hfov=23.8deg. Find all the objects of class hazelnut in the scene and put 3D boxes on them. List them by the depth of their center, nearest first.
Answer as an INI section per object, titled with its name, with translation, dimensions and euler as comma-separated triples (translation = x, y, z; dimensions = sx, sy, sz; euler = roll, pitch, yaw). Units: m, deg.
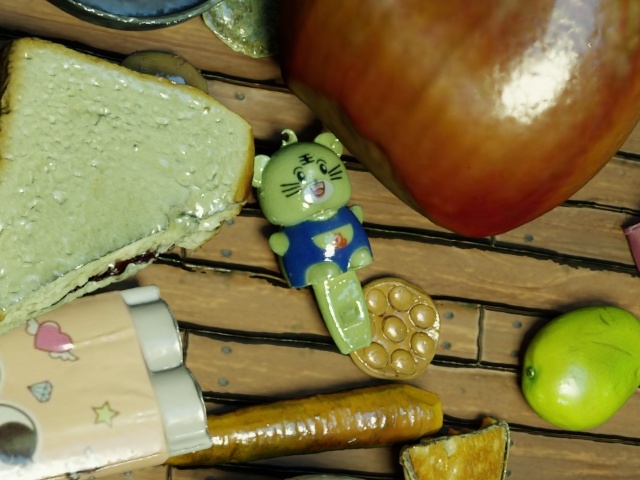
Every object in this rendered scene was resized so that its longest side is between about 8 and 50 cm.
[hazelnut]
translation = 0.141, -0.197, 1.419
dimensions = 0.366, 0.366, 0.365
euler = 2, 84, -24

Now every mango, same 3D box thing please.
[mango]
translation = 0.277, 0.128, 1.595
dimensions = 0.163, 0.089, 0.117
euler = -41, 95, -34

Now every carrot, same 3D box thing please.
[carrot]
translation = -0.030, 0.179, 1.462
dimensions = 0.314, 0.066, 0.066
euler = -3, 87, -22

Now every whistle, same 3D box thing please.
[whistle]
translation = 0.000, 0.000, 1.475
dimensions = 0.105, 0.085, 0.227
euler = -19, 94, -20

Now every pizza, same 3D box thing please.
[pizza]
translation = 0.119, 0.251, 1.504
dimensions = 0.176, 0.036, 0.184
euler = 25, 75, -45

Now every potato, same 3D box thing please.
[potato]
translation = -0.143, -0.162, 1.450
dimensions = 0.093, 0.036, 0.037
euler = 17, 82, -21

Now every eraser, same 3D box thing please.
[eraser]
translation = -0.258, 0.143, 1.329
dimensions = 0.291, 0.087, 0.171
euler = -10, 64, -25

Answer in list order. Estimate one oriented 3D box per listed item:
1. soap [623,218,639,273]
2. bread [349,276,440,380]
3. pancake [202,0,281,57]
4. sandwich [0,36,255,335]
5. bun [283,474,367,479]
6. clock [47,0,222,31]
[soap]
translation = 0.501, 0.111, 1.672
dimensions = 0.233, 0.128, 0.359
euler = -21, 93, -24
[bread]
translation = 0.074, 0.090, 1.533
dimensions = 0.110, 0.024, 0.110
euler = 2, 86, -23
[pancake]
translation = -0.069, -0.241, 1.499
dimensions = 0.129, 0.022, 0.116
euler = 46, 70, -14
[sandwich]
translation = -0.195, -0.024, 1.346
dimensions = 0.254, 0.100, 0.288
euler = 22, 61, -21
[bun]
translation = -0.038, 0.304, 1.383
dimensions = 0.263, 0.263, 0.175
euler = -33, 55, -23
[clock]
translation = -0.180, -0.333, 1.427
dimensions = 0.281, 0.055, 0.280
euler = 2, 83, -19
